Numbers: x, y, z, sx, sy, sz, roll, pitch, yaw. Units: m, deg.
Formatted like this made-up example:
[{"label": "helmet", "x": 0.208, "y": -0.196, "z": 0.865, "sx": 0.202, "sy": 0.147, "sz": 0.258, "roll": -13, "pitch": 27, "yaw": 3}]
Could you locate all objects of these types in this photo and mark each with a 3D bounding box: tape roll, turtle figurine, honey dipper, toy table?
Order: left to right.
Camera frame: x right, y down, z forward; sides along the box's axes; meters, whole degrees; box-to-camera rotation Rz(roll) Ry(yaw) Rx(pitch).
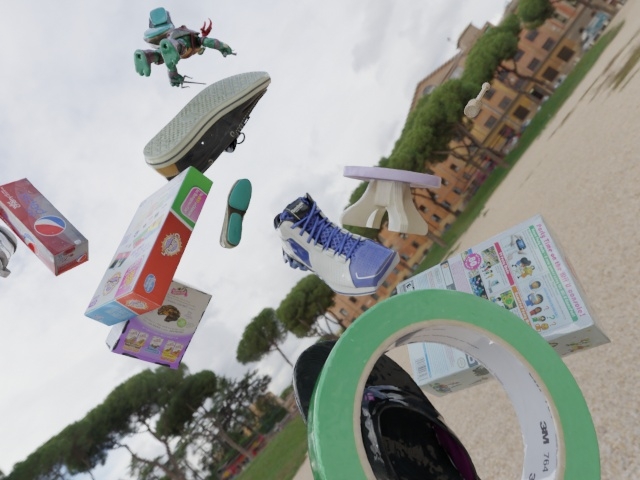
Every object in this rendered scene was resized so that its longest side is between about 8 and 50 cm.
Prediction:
[{"label": "turtle figurine", "x": -0.306, "y": -0.425, "z": 1.058, "sx": 0.175, "sy": 0.118, "sz": 0.234, "roll": -27, "pitch": 12, "yaw": 30}, {"label": "toy table", "x": 0.187, "y": -0.107, "z": 1.258, "sx": 0.252, "sy": 0.275, "sz": 0.160, "roll": -134, "pitch": 51, "yaw": -85}, {"label": "tape roll", "x": 0.147, "y": 0.217, "z": 0.535, "sx": 0.321, "sy": 0.321, "sz": 0.077, "roll": -46, "pitch": -14, "yaw": -28}, {"label": "honey dipper", "x": 0.364, "y": -0.325, "z": 1.061, "sx": 0.160, "sy": 0.031, "sz": 0.030, "roll": -50, "pitch": -10, "yaw": -43}]

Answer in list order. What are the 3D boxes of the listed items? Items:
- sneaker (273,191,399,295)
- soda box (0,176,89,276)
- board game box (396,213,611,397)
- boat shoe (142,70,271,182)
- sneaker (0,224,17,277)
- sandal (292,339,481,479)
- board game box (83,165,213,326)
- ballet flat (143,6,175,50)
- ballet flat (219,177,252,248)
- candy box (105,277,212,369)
[{"label": "sneaker", "x": -0.001, "y": 0.000, "z": 1.016, "sx": 0.127, "sy": 0.316, "sz": 0.182, "roll": -51, "pitch": -44, "yaw": -25}, {"label": "soda box", "x": -0.690, "y": -0.036, "z": 1.139, "sx": 0.092, "sy": 0.263, "sz": 0.083, "roll": -36, "pitch": -21, "yaw": -43}, {"label": "board game box", "x": 0.301, "y": 0.123, "z": 0.828, "sx": 0.303, "sy": 0.098, "sz": 0.223, "roll": -31, "pitch": 43, "yaw": 29}, {"label": "boat shoe", "x": -0.318, "y": -0.350, "z": 1.412, "sx": 0.500, "sy": 0.187, "sz": 0.156, "roll": -54, "pitch": -39, "yaw": -28}, {"label": "sneaker", "x": -1.033, "y": -0.009, "z": 1.283, "sx": 0.137, "sy": 0.210, "sz": 0.366, "roll": -51, "pitch": -47, "yaw": 4}, {"label": "sandal", "x": 0.140, "y": 0.301, "z": 0.621, "sx": 0.168, "sy": 0.445, "sz": 0.107, "roll": -35, "pitch": -16, "yaw": -29}, {"label": "board game box", "x": -0.371, "y": 0.014, "z": 1.008, "sx": 0.242, "sy": 0.064, "sz": 0.316, "roll": -21, "pitch": 44, "yaw": 41}, {"label": "ballet flat", "x": -0.497, "y": -0.655, "z": 1.475, "sx": 0.095, "sy": 0.280, "sz": 0.096, "roll": -15, "pitch": -46, "yaw": 1}, {"label": "ballet flat", "x": -0.195, "y": -0.062, "z": 1.032, "sx": 0.052, "sy": 0.057, "sz": 0.168, "roll": -12, "pitch": 61, "yaw": 49}, {"label": "candy box", "x": -0.375, "y": 0.182, "z": 1.088, "sx": 0.165, "sy": 0.070, "sz": 0.196, "roll": 31, "pitch": -100, "yaw": -36}]
